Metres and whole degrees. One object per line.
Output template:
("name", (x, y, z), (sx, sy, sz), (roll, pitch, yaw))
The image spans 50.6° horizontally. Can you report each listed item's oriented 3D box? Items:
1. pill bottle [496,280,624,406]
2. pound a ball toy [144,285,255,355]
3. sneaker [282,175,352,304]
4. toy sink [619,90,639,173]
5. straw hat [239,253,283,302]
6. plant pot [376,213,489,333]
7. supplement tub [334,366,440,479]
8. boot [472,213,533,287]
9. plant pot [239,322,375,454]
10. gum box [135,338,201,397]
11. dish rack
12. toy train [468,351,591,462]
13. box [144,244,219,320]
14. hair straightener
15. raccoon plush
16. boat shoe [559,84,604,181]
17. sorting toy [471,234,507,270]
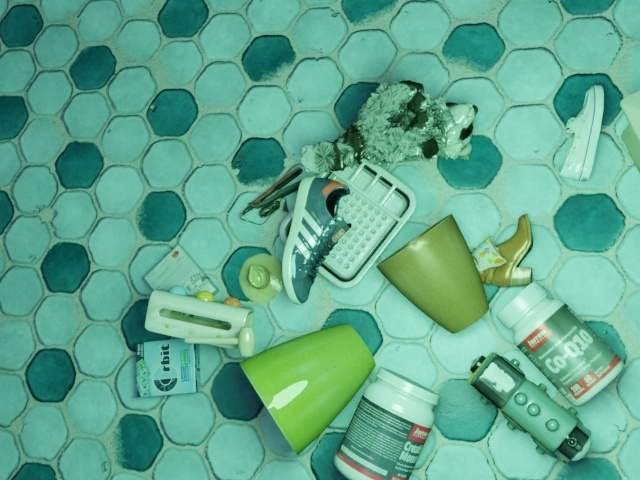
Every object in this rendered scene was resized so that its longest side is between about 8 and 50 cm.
("pill bottle", (0.577, 0.246, 1.650), (0.161, 0.161, 0.283), (-43, 72, 3))
("pound a ball toy", (-0.310, 0.209, 1.835), (0.318, 0.208, 0.136), (11, 88, 6))
("sneaker", (0.000, 0.000, 1.790), (0.148, 0.131, 0.351), (6, 81, 20))
("toy sink", (0.859, -0.263, 1.698), (0.152, 0.131, 0.234), (-25, 79, 8))
("straw hat", (-0.177, 0.103, 1.923), (0.144, 0.061, 0.145), (-3, 79, 14))
("plant pot", (0.312, 0.100, 1.730), (0.237, 0.237, 0.254), (-36, 87, 5))
("supplement tub", (0.168, 0.477, 1.692), (0.191, 0.191, 0.272), (24, 86, 17))
("boot", (0.476, 0.024, 1.771), (0.152, 0.073, 0.197), (1, 74, 21))
("plant pot", (-0.013, 0.351, 1.747), (0.293, 0.275, 0.275), (-32, 72, -10))
("gum box", (-0.438, 0.365, 1.947), (0.184, 0.041, 0.157), (-8, 77, 12))
("dish rack", (0.078, -0.060, 1.886), (0.285, 0.072, 0.333), (38, 90, 17))
("toy train", (0.498, 0.399, 1.624), (0.334, 0.190, 0.142), (41, 91, 18))
("box", (-0.408, 0.129, 1.989), (0.145, 0.038, 0.186), (-44, 73, 1))
("hair straightener", (-0.131, -0.115, 1.962), (0.230, 0.047, 0.089), (-32, 73, 6))
("raccoon plush", (0.201, -0.290, 1.835), (0.446, 0.299, 0.216), (-3, 87, 31))
("boat shoe", (0.680, -0.286, 1.766), (0.084, 0.095, 0.258), (11, 81, 12))
("sorting toy", (0.423, 0.039, 1.743), (0.075, 0.044, 0.083), (-44, 55, 31))
